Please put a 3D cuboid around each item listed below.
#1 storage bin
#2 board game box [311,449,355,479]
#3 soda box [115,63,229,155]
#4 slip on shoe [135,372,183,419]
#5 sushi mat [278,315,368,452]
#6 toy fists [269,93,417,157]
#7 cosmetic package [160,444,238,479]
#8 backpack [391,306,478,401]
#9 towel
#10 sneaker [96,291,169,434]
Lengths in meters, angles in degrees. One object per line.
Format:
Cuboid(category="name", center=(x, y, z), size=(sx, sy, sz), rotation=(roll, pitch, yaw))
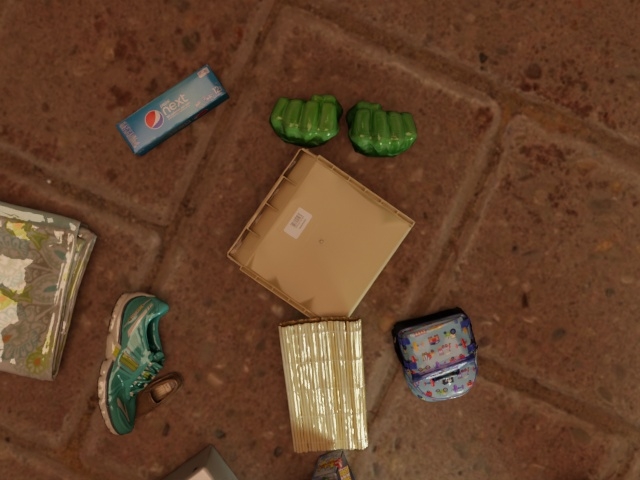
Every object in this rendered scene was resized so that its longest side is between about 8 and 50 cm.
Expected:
Cuboid(category="storage bin", center=(0.000, 0.000, 1.568), size=(0.260, 0.123, 0.262), rotation=(35, 92, -2))
Cuboid(category="board game box", center=(0.024, 0.511, 1.572), size=(0.060, 0.194, 0.194), rotation=(-22, 78, 25))
Cuboid(category="soda box", center=(-0.281, -0.247, 1.575), size=(0.210, 0.071, 0.067), rotation=(-33, 92, 0))
Cuboid(category="slip on shoe", center=(-0.330, 0.307, 1.611), size=(0.135, 0.041, 0.051), rotation=(-30, 93, 0))
Cuboid(category="sushi mat", center=(0.010, 0.278, 1.561), size=(0.152, 0.019, 0.316), rotation=(-5, 120, 0))
Cuboid(category="toy fists", center=(0.043, -0.216, 1.549), size=(0.279, 0.142, 0.096), rotation=(9, 92, -2))
Cuboid(category="cosmetic package", center=(-0.221, 0.520, 1.567), size=(0.151, 0.151, 0.183), rotation=(-35, 93, 0))
Cuboid(category="backpack", center=(0.230, 0.231, 1.586), size=(0.158, 0.117, 0.173), rotation=(-14, 95, 0))
Cuboid(category="towel", center=(-0.644, 0.077, 1.572), size=(0.375, 0.090, 0.320), rotation=(15, 91, -2))
Cuboid(category="sneaker", center=(-0.353, 0.236, 1.563), size=(0.110, 0.107, 0.275), rotation=(8, 89, 8))
